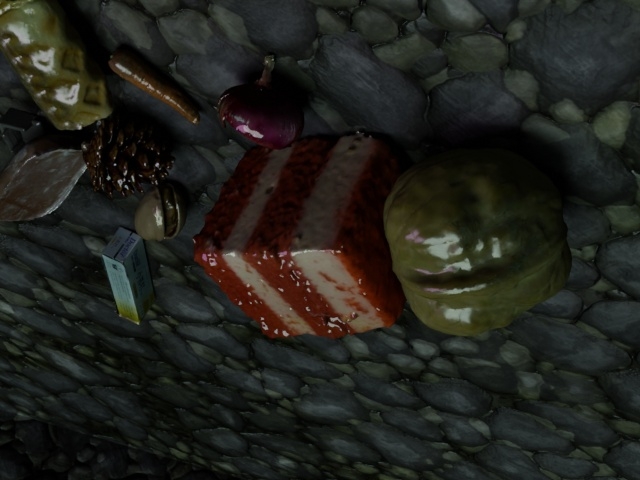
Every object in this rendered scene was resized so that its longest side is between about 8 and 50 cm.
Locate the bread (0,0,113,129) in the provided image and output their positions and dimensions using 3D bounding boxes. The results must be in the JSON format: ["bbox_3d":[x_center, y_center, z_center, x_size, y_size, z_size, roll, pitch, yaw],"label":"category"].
[{"bbox_3d":[-0.460,-0.320,1.545,0.152,0.130,0.268,9,145,30],"label":"bread"}]

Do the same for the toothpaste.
[{"bbox_3d":[-0.456,0.088,2.196,0.071,0.089,0.313,24,150,11],"label":"toothpaste"}]

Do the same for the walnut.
[{"bbox_3d":[0.243,0.000,1.436,0.277,0.253,0.282,-20,143,7],"label":"walnut"}]

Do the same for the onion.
[{"bbox_3d":[-0.086,-0.227,1.477,0.150,0.150,0.140,22,111,1],"label":"onion"}]

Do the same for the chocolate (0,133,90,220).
[{"bbox_3d":[-0.572,-0.139,1.855,0.157,0.080,0.254,-2,149,-50],"label":"chocolate"}]

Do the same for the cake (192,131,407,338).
[{"bbox_3d":[0.000,0.000,1.599,0.319,0.269,0.270,-2,140,37],"label":"cake"}]

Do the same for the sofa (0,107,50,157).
[{"bbox_3d":[-0.595,-0.194,1.881,0.085,0.060,0.147,16,148,10],"label":"sofa"}]

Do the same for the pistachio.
[{"bbox_3d":[-0.326,-0.057,1.889,0.113,0.113,0.149,25,133,-3],"label":"pistachio"}]

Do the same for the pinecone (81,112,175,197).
[{"bbox_3d":[-0.357,-0.157,1.713,0.173,0.173,0.173,16,148,10],"label":"pinecone"}]

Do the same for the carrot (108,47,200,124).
[{"bbox_3d":[-0.282,-0.266,1.597,0.191,0.047,0.047,34,147,-25],"label":"carrot"}]
